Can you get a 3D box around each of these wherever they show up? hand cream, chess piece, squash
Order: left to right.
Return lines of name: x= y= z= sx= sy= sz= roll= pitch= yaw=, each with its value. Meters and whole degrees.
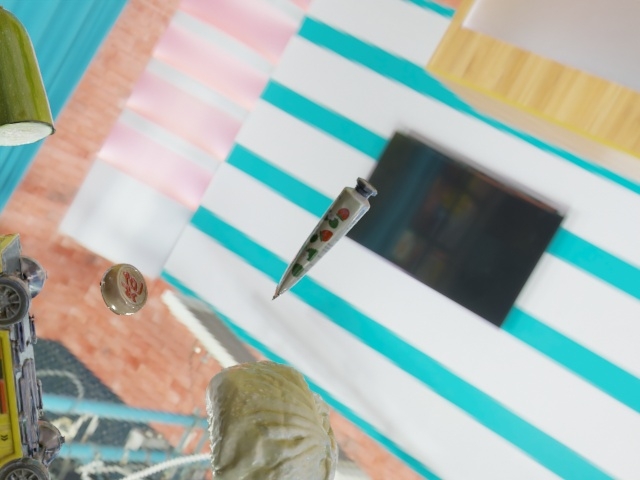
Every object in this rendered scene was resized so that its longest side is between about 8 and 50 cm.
squash: x=-0.427 y=-0.231 z=1.343 sx=0.095 sy=0.095 sz=0.188 roll=18 pitch=-123 yaw=-71
chess piece: x=-0.310 y=0.077 z=1.548 sx=0.084 sy=0.038 sz=0.083 roll=40 pitch=-140 yaw=-44
hand cream: x=0.000 y=0.000 z=1.798 sx=0.059 sy=0.276 sz=0.095 roll=39 pitch=-167 yaw=-6

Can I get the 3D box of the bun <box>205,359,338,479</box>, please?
bun: x=-0.084 y=0.397 z=1.871 sx=0.227 sy=0.352 sz=0.349 roll=-12 pitch=-175 yaw=5

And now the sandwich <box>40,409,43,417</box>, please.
sandwich: x=-0.508 y=0.202 z=1.402 sx=0.292 sy=0.109 sz=0.212 roll=29 pitch=149 yaw=40

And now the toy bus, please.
toy bus: x=-0.401 y=0.166 z=1.166 sx=0.152 sy=0.330 sz=0.144 roll=-4 pitch=-169 yaw=-7
